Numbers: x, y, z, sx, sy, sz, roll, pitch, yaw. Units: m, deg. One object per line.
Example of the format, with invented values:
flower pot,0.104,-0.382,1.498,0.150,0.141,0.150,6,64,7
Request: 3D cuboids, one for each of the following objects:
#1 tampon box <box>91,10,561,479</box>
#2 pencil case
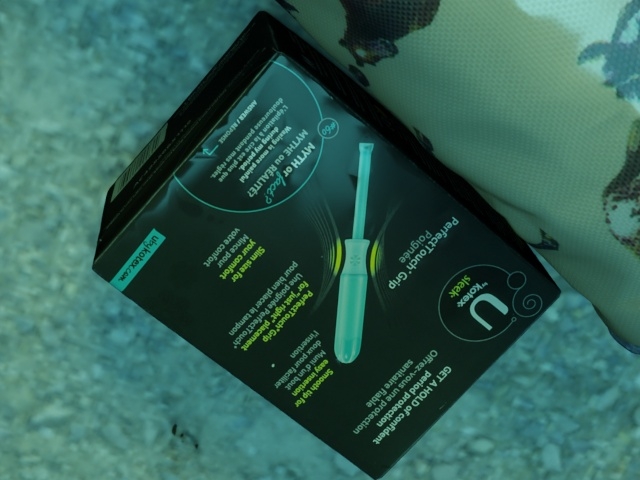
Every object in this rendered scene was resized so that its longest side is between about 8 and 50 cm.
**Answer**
tampon box,0.000,0.000,0.509,0.161,0.101,0.120,39,102,-18
pencil case,0.035,-0.135,0.415,0.410,0.183,0.160,41,83,-12
